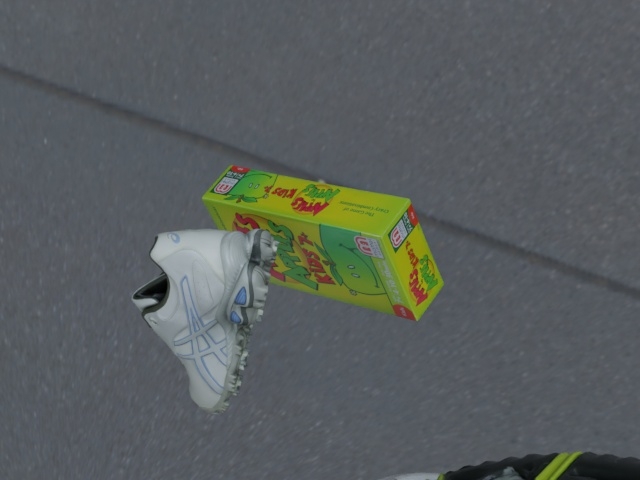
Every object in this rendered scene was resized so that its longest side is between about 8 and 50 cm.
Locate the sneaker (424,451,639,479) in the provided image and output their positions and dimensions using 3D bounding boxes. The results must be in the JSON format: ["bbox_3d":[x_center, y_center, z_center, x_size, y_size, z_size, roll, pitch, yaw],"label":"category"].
[{"bbox_3d":[0.021,0.202,0.503,0.385,0.145,0.147,-25,101,24],"label":"sneaker"}]

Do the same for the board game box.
[{"bbox_3d":[0.000,0.000,0.998,0.181,0.092,0.043,13,52,38],"label":"board game box"}]

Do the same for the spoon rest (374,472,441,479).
[{"bbox_3d":[0.126,0.207,0.786,0.276,0.137,0.084,5,113,24],"label":"spoon rest"}]

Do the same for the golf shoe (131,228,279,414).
[{"bbox_3d":[-0.082,0.049,0.843,0.086,0.176,0.069,11,47,-4],"label":"golf shoe"}]
